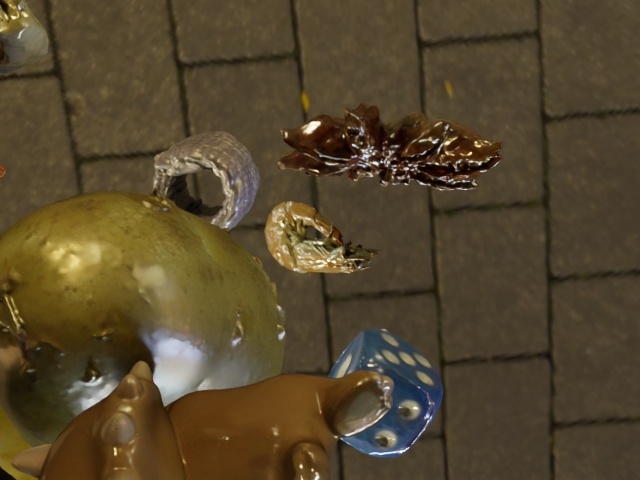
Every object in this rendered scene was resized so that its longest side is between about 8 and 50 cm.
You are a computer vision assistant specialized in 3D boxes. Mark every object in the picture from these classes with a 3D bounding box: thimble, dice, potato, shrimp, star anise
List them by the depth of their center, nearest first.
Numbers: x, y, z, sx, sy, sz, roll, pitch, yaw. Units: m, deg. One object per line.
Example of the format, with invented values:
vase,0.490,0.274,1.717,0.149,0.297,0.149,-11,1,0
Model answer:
potato,-0.161,0.079,1.171,0.270,0.359,0.219,-32,68,-10
star anise,0.080,-0.105,1.609,0.288,0.288,0.088,3,83,-1
shrimp,0.000,0.000,1.740,0.180,0.041,0.099,12,113,35
thimble,-0.166,-0.079,1.920,0.150,0.098,0.150,7,112,16
dice,0.087,0.229,1.996,0.146,0.143,0.146,32,110,-11

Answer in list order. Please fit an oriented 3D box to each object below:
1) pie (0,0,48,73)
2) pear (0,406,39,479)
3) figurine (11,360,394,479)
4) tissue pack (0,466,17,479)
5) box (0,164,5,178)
pie,-0.345,-0.249,1.029,0.075,0.337,0.337,-47,108,-20
pear,-0.255,0.177,1.495,0.336,0.285,0.284,-21,112,-17
figurine,-0.093,0.175,0.952,0.247,0.173,0.177,1,87,26
tissue pack,-0.366,0.295,1.012,0.198,0.370,0.210,28,102,22
box,-0.471,-0.018,0.968,0.257,0.318,0.348,41,91,3
